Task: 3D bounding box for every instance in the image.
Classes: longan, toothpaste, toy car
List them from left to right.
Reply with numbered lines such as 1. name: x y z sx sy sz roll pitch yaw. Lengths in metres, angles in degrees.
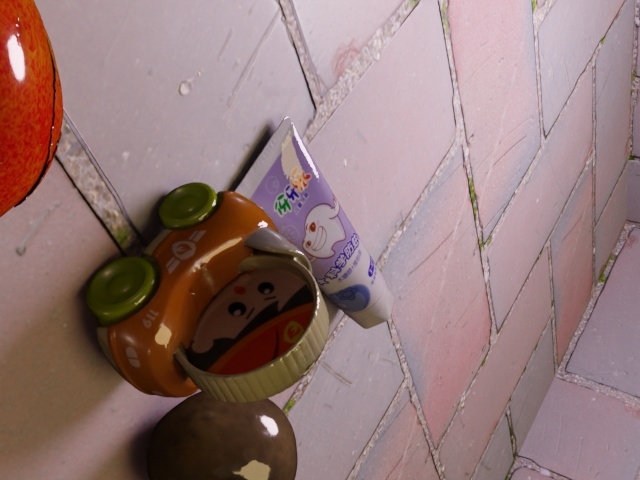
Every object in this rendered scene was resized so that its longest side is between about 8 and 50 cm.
1. longan: -0.111 0.253 0.918 0.187 0.167 0.168 19 89 -38
2. toy car: -0.088 0.066 0.794 0.235 0.235 0.145 -54 145 -28
3. toothpaste: 0.000 0.000 1.061 0.125 0.079 0.371 -57 139 -19

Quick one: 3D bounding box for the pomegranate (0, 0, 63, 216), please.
1. pomegranate: -0.255 -0.104 0.462 0.210 0.210 0.235 49 31 -55
